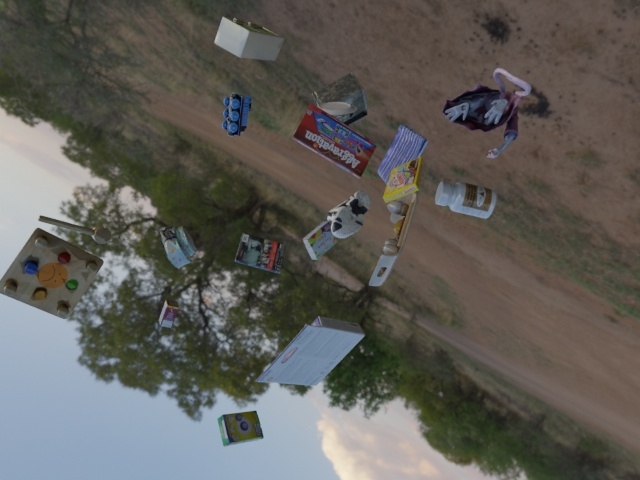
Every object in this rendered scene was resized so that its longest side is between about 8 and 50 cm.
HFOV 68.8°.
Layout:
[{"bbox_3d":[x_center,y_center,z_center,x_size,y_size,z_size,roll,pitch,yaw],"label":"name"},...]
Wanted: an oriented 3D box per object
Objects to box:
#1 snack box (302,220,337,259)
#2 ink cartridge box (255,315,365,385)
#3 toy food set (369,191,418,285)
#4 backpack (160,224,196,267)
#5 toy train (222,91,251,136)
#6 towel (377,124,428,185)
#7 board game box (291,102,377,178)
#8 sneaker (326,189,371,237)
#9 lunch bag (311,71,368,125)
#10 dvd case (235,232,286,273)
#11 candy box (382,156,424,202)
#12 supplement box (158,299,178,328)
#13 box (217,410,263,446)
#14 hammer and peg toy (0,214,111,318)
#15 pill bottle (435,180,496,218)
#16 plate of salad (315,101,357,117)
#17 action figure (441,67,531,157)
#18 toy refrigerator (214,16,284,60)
[{"bbox_3d":[0.000,0.000,1.894,0.037,0.141,0.100,-1,121,46],"label":"snack box"},{"bbox_3d":[-0.042,0.421,1.773,0.330,0.324,0.071,22,-153,-43],"label":"ink cartridge box"},{"bbox_3d":[0.238,-0.014,1.604,0.092,0.306,0.220,21,149,5],"label":"toy food set"},{"bbox_3d":[-0.704,0.034,2.329,0.166,0.144,0.188,74,179,-54],"label":"backpack"},{"bbox_3d":[-0.353,-0.533,1.981,0.105,0.184,0.080,-12,-150,-42],"label":"toy train"},{"bbox_3d":[0.319,-0.335,1.890,0.040,0.243,0.336,24,-162,-13],"label":"towel"},{"bbox_3d":[0.053,-0.353,1.667,0.281,0.145,0.027,29,170,-11],"label":"board game box"},{"bbox_3d":[0.071,-0.063,1.579,0.094,0.235,0.153,39,136,-12],"label":"sneaker"},{"bbox_3d":[0.111,-0.662,2.379,0.169,0.235,0.287,62,180,27],"label":"lunch bag"},{"bbox_3d":[-0.155,0.032,1.217,0.119,0.087,0.013,16,146,-11],"label":"dvd case"},{"bbox_3d":[0.250,-0.183,1.390,0.027,0.105,0.206,56,-150,-19],"label":"candy box"},{"bbox_3d":[-0.538,0.261,1.658,0.043,0.083,0.055,18,-174,-27],"label":"supplement box"},{"bbox_3d":[-0.284,0.689,1.723,0.179,0.043,0.105,14,-136,-46],"label":"box"},{"bbox_3d":[-0.930,0.071,1.662,0.266,0.361,0.127,34,172,-32],"label":"hammer and peg toy"},{"bbox_3d":[0.617,-0.180,2.001,0.229,0.131,0.131,13,177,-1],"label":"pill bottle"},{"bbox_3d":[0.063,-0.573,2.069,0.200,0.199,0.048,32,133,44],"label":"plate of salad"},{"bbox_3d":[0.566,-0.445,1.548,0.370,0.276,0.248,-17,-123,-48],"label":"action figure"},{"bbox_3d":[-0.227,-0.666,1.548,0.102,0.094,0.269,32,-154,8],"label":"toy refrigerator"}]
